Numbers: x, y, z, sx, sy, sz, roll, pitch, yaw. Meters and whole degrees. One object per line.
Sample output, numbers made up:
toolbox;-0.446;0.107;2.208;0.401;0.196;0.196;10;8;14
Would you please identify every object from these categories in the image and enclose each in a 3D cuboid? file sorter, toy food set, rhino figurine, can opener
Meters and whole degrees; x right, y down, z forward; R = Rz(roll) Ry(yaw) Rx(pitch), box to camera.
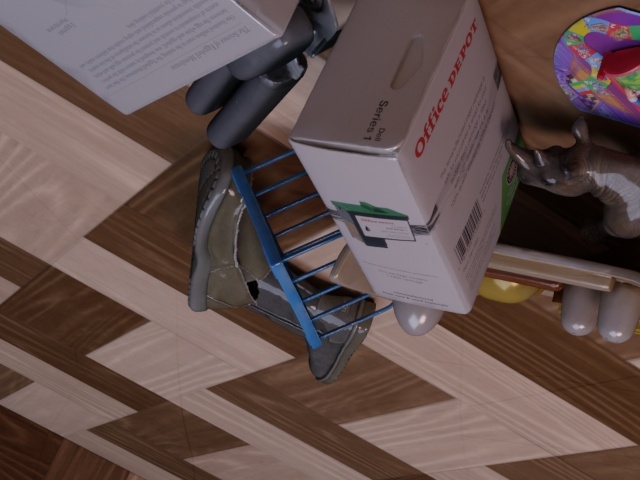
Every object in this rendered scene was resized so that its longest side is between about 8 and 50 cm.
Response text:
file sorter;0.000;0.000;1.193;0.105;0.118;0.170;-25;147;-1
toy food set;0.188;0.065;1.109;0.306;0.092;0.220;13;176;29
rhino figurine;0.252;-0.030;0.982;0.243;0.073;0.106;25;162;-10
can opener;-0.059;-0.145;1.007;0.074;0.093;0.280;60;157;3

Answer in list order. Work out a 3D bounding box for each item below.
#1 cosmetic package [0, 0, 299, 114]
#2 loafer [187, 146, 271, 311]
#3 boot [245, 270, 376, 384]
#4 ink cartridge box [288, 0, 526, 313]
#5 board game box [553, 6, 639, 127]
cosmetic package;-0.144;-0.224;0.860;0.225;0.138;0.224;37;152;-25
loafer;-0.088;-0.009;1.307;0.087;0.094;0.251;6;147;-6
boot;-0.054;0.082;1.481;0.209;0.076;0.189;19;142;-6
ink cartridge box;0.076;-0.070;0.955;0.093;0.160;0.219;10;152;28
board game box;0.245;-0.101;0.895;0.169;0.033;0.133;18;155;10
